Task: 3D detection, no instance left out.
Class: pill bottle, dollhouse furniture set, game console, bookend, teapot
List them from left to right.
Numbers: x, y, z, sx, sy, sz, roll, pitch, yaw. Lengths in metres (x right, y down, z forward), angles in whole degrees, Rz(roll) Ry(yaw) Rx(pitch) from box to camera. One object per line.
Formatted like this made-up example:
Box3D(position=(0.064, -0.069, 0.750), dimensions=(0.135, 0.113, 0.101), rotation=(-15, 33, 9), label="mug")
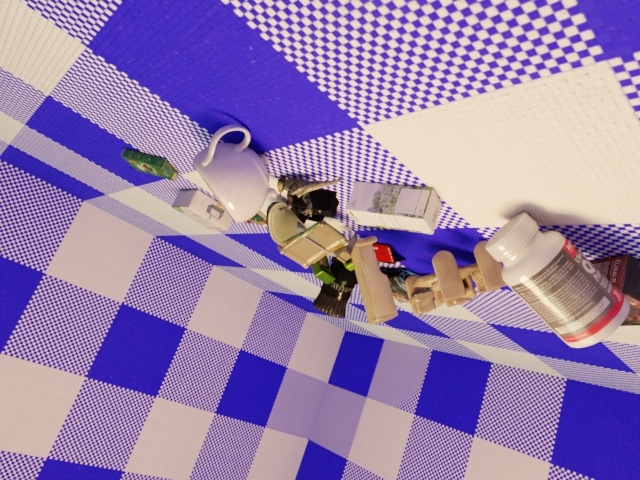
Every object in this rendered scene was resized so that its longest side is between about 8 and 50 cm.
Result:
Box3D(position=(-0.232, -0.190, 1.352), dimensions=(0.253, 0.187, 0.256), rotation=(55, 172, -13), label="teapot")
Box3D(position=(-0.007, -0.104, 1.530), dimensions=(0.156, 0.072, 0.157), rotation=(13, 163, 24), label="bookend")
Box3D(position=(0.000, 0.000, 1.662), dimensions=(0.197, 0.151, 0.301), rotation=(-33, 138, 20), label="dollhouse furniture set")
Box3D(position=(0.238, 0.042, 1.809), dimensions=(0.144, 0.085, 0.124), rotation=(5, 127, 41), label="game console")
Box3D(position=(0.325, 0.098, 1.537), dimensions=(0.393, 0.257, 0.362), rotation=(-13, 166, -7), label="dollhouse furniture set")
Box3D(position=(0.560, 0.089, 1.143), dimensions=(0.318, 0.176, 0.176), rotation=(46, 164, 4), label="pill bottle")

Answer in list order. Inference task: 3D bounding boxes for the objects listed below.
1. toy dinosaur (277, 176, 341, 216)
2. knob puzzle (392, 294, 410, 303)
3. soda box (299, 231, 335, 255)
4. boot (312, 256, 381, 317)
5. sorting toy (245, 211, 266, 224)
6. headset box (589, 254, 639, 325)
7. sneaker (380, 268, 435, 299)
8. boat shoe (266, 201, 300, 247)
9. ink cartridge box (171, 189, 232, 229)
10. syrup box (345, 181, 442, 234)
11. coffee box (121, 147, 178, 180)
Box3D(position=(-0.060, -0.137, 1.408), dimensions=(0.268, 0.118, 0.064), rotation=(7, 169, 42), label="toy dinosaur")
Box3D(position=(0.417, 0.290, 2.356), dimensions=(0.213, 0.030, 0.213), rotation=(19, 163, 6), label="knob puzzle")
Box3D(position=(-0.028, 0.012, 1.934), dimensions=(0.216, 0.069, 0.074), rotation=(3, 156, 45), label="soda box")
Box3D(position=(0.107, 0.200, 1.957), dimensions=(0.131, 0.260, 0.348), rotation=(25, 172, -20), label="boot")
Box3D(position=(-0.301, -0.105, 1.928), dimensions=(0.132, 0.046, 0.274), rotation=(10, 161, 32), label="sorting toy")
Box3D(position=(0.805, 0.144, 1.275), dimensions=(0.218, 0.110, 0.293), rotation=(24, 164, -10), label="headset box")
Box3D(position=(0.316, 0.162, 1.971), dimensions=(0.340, 0.125, 0.140), rotation=(11, 140, 23), label="sneaker")
Box3D(position=(-0.147, -0.058, 1.778), dimensions=(0.113, 0.127, 0.340), rotation=(41, 174, 29), label="boat shoe")
Box3D(position=(-0.499, -0.128, 2.011), dimensions=(0.154, 0.093, 0.212), rotation=(5, 156, 46), label="ink cartridge box")
Box3D(position=(0.197, -0.091, 1.287), dimensions=(0.236, 0.093, 0.096), rotation=(9, 161, 34), label="syrup box")
Box3D(position=(-0.638, -0.284, 1.769), dimensions=(0.184, 0.041, 0.113), rotation=(16, 164, 16), label="coffee box")
